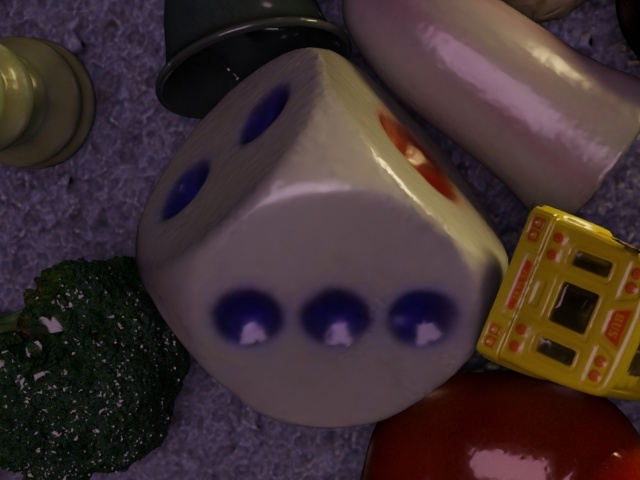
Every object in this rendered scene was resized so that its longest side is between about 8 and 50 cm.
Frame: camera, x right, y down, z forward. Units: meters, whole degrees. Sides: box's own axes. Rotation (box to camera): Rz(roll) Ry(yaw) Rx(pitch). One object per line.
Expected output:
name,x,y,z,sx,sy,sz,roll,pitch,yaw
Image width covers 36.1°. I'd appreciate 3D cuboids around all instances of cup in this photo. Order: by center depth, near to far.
cup,-0.082,-0.230,0.984,0.199,0.199,0.150,-17,75,8

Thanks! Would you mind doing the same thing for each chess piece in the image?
chess piece,-0.330,-0.139,0.970,0.144,0.251,0.144,1,96,6

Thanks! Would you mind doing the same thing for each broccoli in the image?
broccoli,-0.283,0.136,1.022,0.269,0.269,0.254,7,92,6

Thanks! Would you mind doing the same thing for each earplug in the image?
earplug,0.149,-0.162,0.951,0.301,0.172,0.172,35,99,2

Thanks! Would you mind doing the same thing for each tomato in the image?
tomato,0.177,0.256,0.965,0.298,0.226,0.299,2,97,17

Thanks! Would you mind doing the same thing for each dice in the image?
dice,0.000,0.000,0.920,0.251,0.243,0.259,-41,117,18

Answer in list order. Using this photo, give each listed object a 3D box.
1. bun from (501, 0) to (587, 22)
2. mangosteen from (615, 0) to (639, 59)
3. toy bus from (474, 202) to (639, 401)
bun,0.202,-0.326,0.936,0.210,0.116,0.237,-27,108,22
mangosteen,0.385,-0.252,0.921,0.194,0.194,0.230,24,70,4
toy bus,0.275,0.072,0.881,0.152,0.330,0.144,24,95,37
